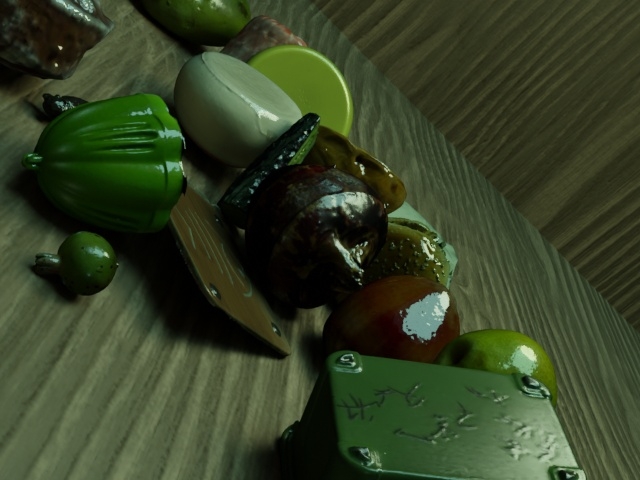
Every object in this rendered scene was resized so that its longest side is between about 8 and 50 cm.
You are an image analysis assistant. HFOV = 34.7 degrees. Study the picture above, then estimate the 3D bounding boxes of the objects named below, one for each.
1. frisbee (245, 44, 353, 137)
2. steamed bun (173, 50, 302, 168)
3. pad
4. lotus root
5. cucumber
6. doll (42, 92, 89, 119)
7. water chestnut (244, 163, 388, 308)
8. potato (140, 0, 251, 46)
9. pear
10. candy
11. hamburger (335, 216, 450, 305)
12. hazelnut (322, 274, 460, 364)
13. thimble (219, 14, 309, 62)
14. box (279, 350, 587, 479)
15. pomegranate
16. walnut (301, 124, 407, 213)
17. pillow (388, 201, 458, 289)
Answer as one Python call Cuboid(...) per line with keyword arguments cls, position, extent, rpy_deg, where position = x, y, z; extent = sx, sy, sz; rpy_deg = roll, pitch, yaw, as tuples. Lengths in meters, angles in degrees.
Cuboid(cls="frisbee", position=(-0.051, -0.239, 1.866), extent=(0.236, 0.236, 0.017), rpy_deg=(44, -9, -11))
Cuboid(cls="steamed bun", position=(-0.150, -0.205, 1.728), extent=(0.232, 0.145, 0.232), rpy_deg=(32, 20, -13))
Cuboid(cls="pad", position=(-0.145, 0.014, 1.391), extent=(0.286, 0.018, 0.284), rpy_deg=(61, 7, 29))
Cuboid(cls="lotus root", position=(-0.278, -0.093, 1.231), extent=(0.186, 0.186, 0.186), rpy_deg=(41, 19, -18))
Cuboid(cls="cucumber", position=(-0.080, -0.118, 1.622), extent=(0.062, 0.211, 0.078), rpy_deg=(31, -22, 9))
Cuboid(cls="doll", position=(-0.306, -0.142, 1.399), extent=(0.165, 0.057, 0.139), rpy_deg=(31, 25, -37))
Cuboid(cls="water chestnut", position=(0.000, 0.000, 1.531), extent=(0.238, 0.223, 0.224), rpy_deg=(41, 12, 33))
Cuboid(cls="potato", position=(-0.259, -0.481, 2.059), extent=(0.253, 0.148, 0.186), rpy_deg=(31, 7, -21))
Cuboid(cls="pear", position=(0.246, 0.220, 1.398), extent=(0.216, 0.180, 0.166), rpy_deg=(47, 29, -18))
Cuboid(cls="candy", position=(-0.426, -0.332, 1.364), extent=(0.290, 0.157, 0.214), rpy_deg=(36, 6, -12))
Cuboid(cls="hamburger", position=(0.104, 0.056, 1.691), extent=(0.215, 0.189, 0.122), rpy_deg=(10, 6, 13))
Cuboid(cls="hazelnut", position=(0.115, 0.145, 1.516), extent=(0.208, 0.208, 0.208), rpy_deg=(41, 19, -18))
Cuboid(cls="thimble", position=(-0.083, -0.313, 1.986), extent=(0.239, 0.162, 0.239), rpy_deg=(40, -2, 2))
Cuboid(cls="box", position=(0.132, 0.259, 1.179), extent=(0.329, 0.177, 0.252), rpy_deg=(10, 28, -12))
Cuboid(cls="pomegranate", position=(-0.266, 0.030, 1.133), extent=(0.085, 0.073, 0.073), rpy_deg=(-34, 80, -35))
Cuboid(cls="walnut", position=(0.037, -0.099, 1.731), extent=(0.211, 0.087, 0.167), rpy_deg=(36, -18, -1))
Cuboid(cls="pillow", position=(0.129, 0.025, 1.903), extent=(0.310, 0.138, 0.283), rpy_deg=(42, 28, -13))
